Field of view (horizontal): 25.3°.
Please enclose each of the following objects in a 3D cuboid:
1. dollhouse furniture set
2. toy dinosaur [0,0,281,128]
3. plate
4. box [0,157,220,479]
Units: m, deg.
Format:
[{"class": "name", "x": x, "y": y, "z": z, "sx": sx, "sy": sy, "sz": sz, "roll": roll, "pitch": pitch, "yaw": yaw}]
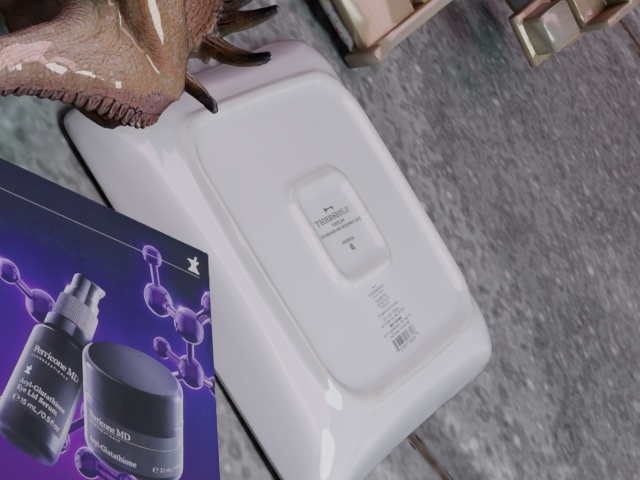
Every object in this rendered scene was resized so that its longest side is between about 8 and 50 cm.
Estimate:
[{"class": "dollhouse furniture set", "x": 0.042, "y": -0.222, "z": 1.157, "sx": 0.355, "sy": 0.174, "sz": 0.303, "roll": -40, "pitch": 111, "yaw": -28}, {"class": "toy dinosaur", "x": -0.104, "y": -0.118, "z": 0.729, "sx": 0.296, "sy": 0.127, "sz": 0.200, "roll": -83, "pitch": 158, "yaw": -52}, {"class": "plate", "x": 0.000, "y": 0.000, "z": 0.911, "sx": 0.278, "sy": 0.045, "sz": 0.277, "roll": 59, "pitch": 32, "yaw": 1}, {"class": "box", "x": -0.170, "y": 0.054, "z": 0.596, "sx": 0.261, "sy": 0.103, "sz": 0.184, "roll": 26, "pitch": 42, "yaw": -38}]
